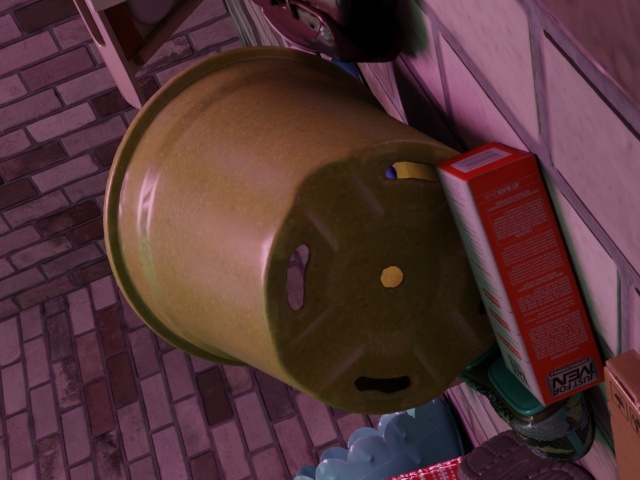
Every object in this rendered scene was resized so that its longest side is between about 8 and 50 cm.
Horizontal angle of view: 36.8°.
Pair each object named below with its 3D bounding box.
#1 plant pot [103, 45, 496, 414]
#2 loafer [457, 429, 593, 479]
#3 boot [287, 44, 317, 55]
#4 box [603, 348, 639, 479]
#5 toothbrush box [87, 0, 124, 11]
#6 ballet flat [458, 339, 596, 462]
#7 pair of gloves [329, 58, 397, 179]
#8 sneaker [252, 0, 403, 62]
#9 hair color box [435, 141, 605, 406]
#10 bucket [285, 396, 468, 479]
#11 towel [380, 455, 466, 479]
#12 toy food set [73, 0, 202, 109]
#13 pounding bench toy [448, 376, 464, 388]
[{"bbox_3d":[0.000,0.000,0.709,0.254,0.276,0.276,29,143,64],"label":"plant pot"},{"bbox_3d":[0.178,0.223,0.753,0.087,0.094,0.251,56,-176,-6],"label":"loafer"},{"bbox_3d":[-0.004,-0.176,1.315,0.086,0.069,0.190,-89,-15,-78],"label":"boot"},{"bbox_3d":[0.198,0.173,0.455,0.201,0.021,0.164,-116,4,-51],"label":"box"},{"bbox_3d":[-0.138,-0.357,0.721,0.126,0.216,0.295,-116,3,-53],"label":"toothbrush box"},{"bbox_3d":[0.136,0.095,0.672,0.188,0.070,0.070,-110,-2,-68],"label":"ballet flat"},{"bbox_3d":[0.056,-0.102,1.047,0.159,0.023,0.198,-115,4,-48],"label":"pair of gloves"},{"bbox_3d":[-0.035,-0.217,0.665,0.281,0.106,0.162,32,-172,-36],"label":"sneaker"},{"bbox_3d":[0.117,0.017,0.565,0.072,0.043,0.141,-122,11,-76],"label":"hair color box"},{"bbox_3d":[0.103,0.364,1.422,0.183,0.281,0.281,57,176,8],"label":"bucket"},{"bbox_3d":[0.140,0.390,1.233,0.031,0.275,0.199,-19,-96,-57],"label":"towel"},{"bbox_3d":[-0.146,-0.314,0.979,0.092,0.306,0.220,12,142,31],"label":"toy food set"},{"bbox_3d":[0.121,0.144,1.137,0.052,0.083,0.065,-115,3,-52],"label":"pounding bench toy"}]
